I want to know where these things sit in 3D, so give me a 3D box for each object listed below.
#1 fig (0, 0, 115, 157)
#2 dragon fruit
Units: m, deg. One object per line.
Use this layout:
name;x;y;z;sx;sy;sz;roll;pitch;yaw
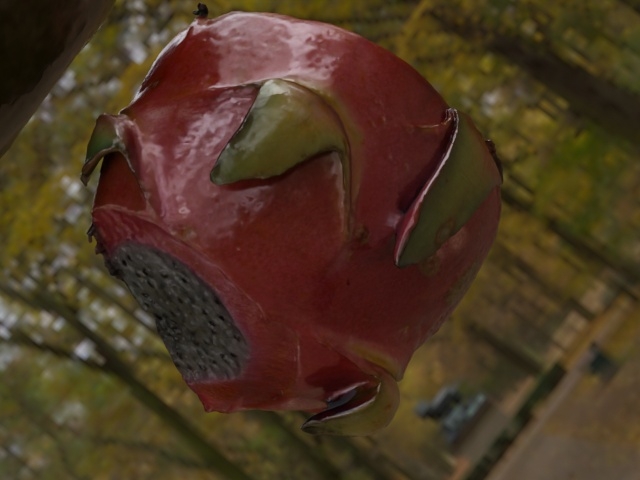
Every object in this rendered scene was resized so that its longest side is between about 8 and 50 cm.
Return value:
fig;-0.116;-0.045;0.314;0.185;0.133;0.126;-55;-26;-60
dragon fruit;0.000;0.000;0.340;0.056;0.060;0.083;-58;-47;-40
